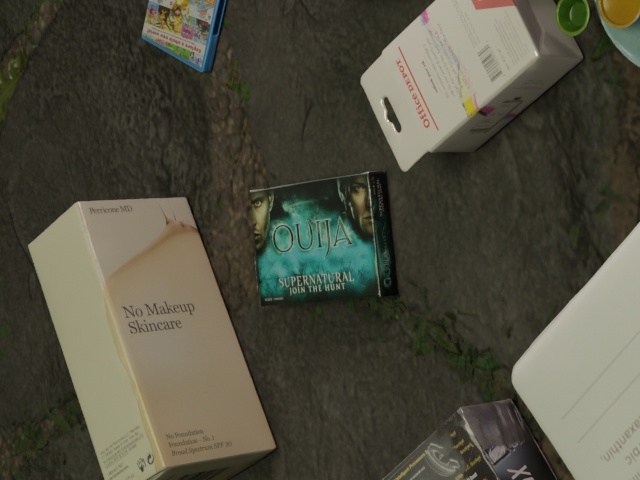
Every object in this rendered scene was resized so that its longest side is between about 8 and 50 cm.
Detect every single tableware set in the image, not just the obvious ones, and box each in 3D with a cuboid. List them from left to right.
[{"bbox_3d":[0.249,-0.230,1.494,0.154,0.024,0.104,-14,83,47],"label":"tableware set"}]

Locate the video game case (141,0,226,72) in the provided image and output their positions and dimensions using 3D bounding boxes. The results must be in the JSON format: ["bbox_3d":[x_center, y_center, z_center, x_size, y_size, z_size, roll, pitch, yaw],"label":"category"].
[{"bbox_3d":[-0.142,-0.282,1.982,0.119,0.015,0.166,32,116,41],"label":"video game case"}]

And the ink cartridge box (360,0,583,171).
[{"bbox_3d":[0.133,-0.158,1.650,0.198,0.067,0.115,-40,64,40],"label":"ink cartridge box"}]

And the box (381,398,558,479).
[{"bbox_3d":[0.124,0.333,1.696,0.307,0.077,0.242,-49,58,38],"label":"box"}]

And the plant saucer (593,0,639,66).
[{"bbox_3d":[0.307,-0.229,1.475,0.195,0.037,0.195,4,96,47],"label":"plant saucer"}]

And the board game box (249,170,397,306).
[{"bbox_3d":[0.000,0.000,1.841,0.186,0.026,0.126,-7,88,48],"label":"board game box"}]

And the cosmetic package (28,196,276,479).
[{"bbox_3d":[-0.184,0.115,1.957,0.113,0.160,0.309,-36,68,42],"label":"cosmetic package"}]

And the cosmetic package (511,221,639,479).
[{"bbox_3d":[0.409,0.125,1.176,0.327,0.329,0.393,-54,55,35],"label":"cosmetic package"}]
